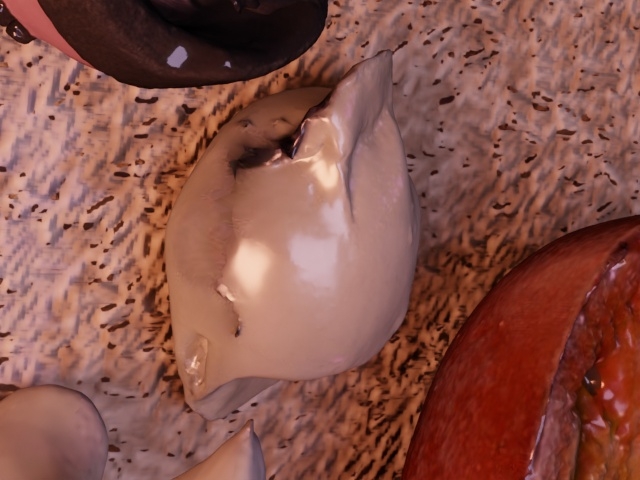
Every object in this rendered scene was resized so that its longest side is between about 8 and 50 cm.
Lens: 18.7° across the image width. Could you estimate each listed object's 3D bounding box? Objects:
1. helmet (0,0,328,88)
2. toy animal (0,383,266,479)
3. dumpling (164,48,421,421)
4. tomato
[{"bbox_3d":[-0.060,-0.181,0.776,0.198,0.154,0.253,47,49,-49],"label":"helmet"},{"bbox_3d":[-0.191,0.178,0.712,0.367,0.196,0.241,-27,115,-32],"label":"toy animal"},{"bbox_3d":[0.000,-0.001,0.912,0.150,0.092,0.176,-7,99,-54],"label":"dumpling"},{"bbox_3d":[0.141,0.142,1.026,0.338,0.143,0.338,-13,109,-44],"label":"tomato"}]
